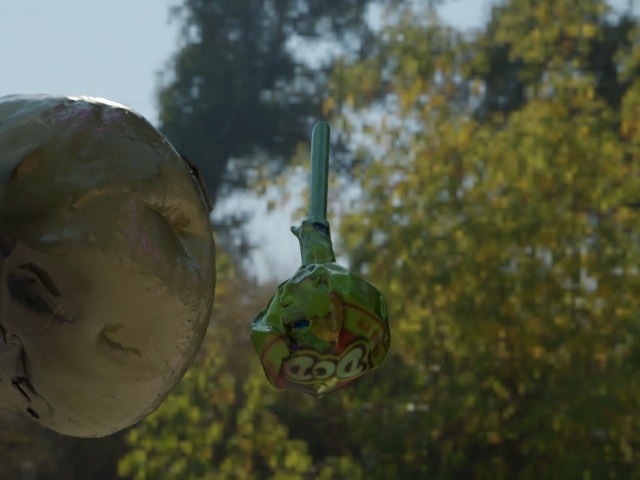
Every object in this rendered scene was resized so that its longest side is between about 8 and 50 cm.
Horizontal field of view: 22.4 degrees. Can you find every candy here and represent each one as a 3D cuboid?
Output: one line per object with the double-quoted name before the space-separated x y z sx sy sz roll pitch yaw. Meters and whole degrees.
"candy" 0.000 0.000 0.770 0.062 0.194 0.058 -10 -54 7

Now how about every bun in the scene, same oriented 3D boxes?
"bun" -0.210 0.017 1.207 0.273 0.272 0.168 -3 10 32
